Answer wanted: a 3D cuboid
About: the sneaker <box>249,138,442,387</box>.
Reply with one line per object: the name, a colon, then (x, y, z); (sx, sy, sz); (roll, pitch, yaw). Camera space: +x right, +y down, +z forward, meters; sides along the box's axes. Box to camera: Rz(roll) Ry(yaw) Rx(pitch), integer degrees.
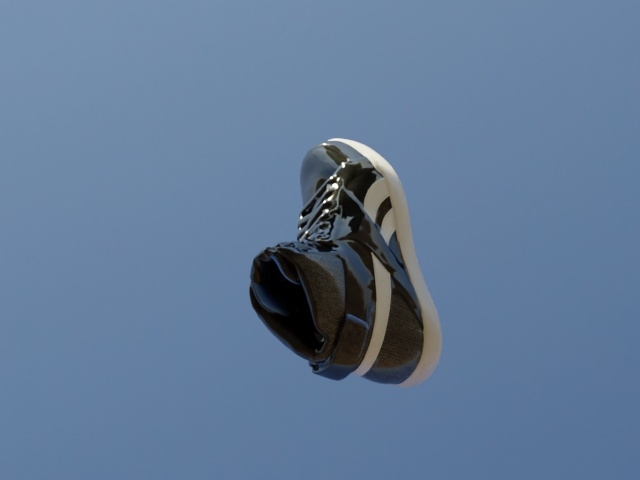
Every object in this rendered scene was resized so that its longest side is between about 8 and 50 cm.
sneaker: (0.000, 0.000, 1.205); (0.121, 0.079, 0.217); (12, -140, -34)
